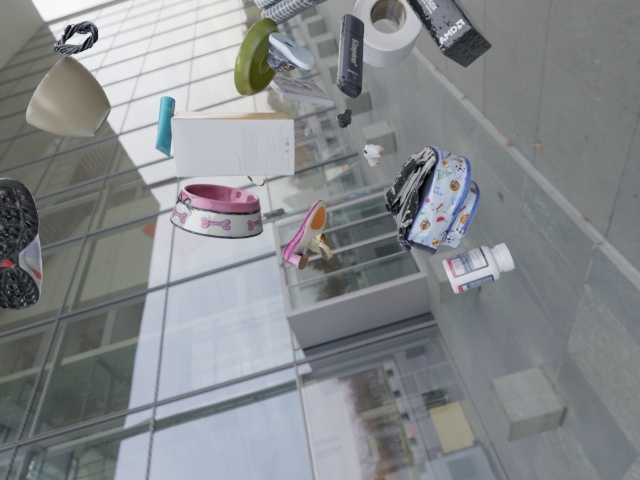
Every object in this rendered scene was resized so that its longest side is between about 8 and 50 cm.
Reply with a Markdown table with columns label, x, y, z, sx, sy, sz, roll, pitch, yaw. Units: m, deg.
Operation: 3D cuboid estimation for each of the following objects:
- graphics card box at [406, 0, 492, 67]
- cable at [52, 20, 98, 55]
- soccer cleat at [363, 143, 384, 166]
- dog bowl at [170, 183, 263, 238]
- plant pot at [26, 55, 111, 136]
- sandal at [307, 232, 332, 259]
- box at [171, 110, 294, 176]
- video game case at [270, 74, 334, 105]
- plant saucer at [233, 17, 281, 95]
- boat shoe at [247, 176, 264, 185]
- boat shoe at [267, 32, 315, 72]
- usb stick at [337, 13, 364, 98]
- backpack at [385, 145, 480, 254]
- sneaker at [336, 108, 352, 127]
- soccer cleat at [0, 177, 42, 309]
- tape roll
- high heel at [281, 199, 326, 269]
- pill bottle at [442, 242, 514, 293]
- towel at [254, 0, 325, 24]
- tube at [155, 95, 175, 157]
| label | x | y | z | sx | sy | sz | roll | pitch | yaw |
| --- | --- | --- | --- | --- | --- | --- | --- | --- | --- |
| graphics card box | 0.277 | -0.627 | 1.122 | 0.232 | 0.094 | 0.371 | -17 | -105 | -57 |
| cable | -0.834 | -0.688 | 1.505 | 0.184 | 0.151 | 0.047 | 25 | 157 | 28 |
| soccer cleat | 0.207 | -0.346 | 1.769 | 0.196 | 0.076 | 0.068 | 59 | -129 | -86 |
| dog bowl | -0.445 | -0.140 | 1.951 | 0.408 | 0.407 | 0.151 | -101 | 21 | -73 |
| plant pot | -0.880 | -0.485 | 1.598 | 0.191 | 0.284 | 0.284 | 33 | -161 | -21 |
| sandal | 0.001 | 0.005 | 1.900 | 0.240 | 0.079 | 0.088 | 38 | 148 | 49 |
| box | -0.264 | -0.301 | 1.360 | 0.215 | 0.345 | 0.168 | -120 | 29 | -65 |
| video game case | -0.076 | -0.528 | 1.550 | 0.183 | 0.201 | 0.023 | 57 | 138 | 43 |
| plant saucer | -0.180 | -0.550 | 1.354 | 0.037 | 0.241 | 0.241 | 30 | 172 | 11 |
| boat shoe | -0.272 | -0.263 | 1.867 | 0.133 | 0.049 | 0.042 | 39 | 173 | 39 |
| boat shoe | -0.080 | -0.488 | 1.206 | 0.183 | 0.065 | 0.083 | 48 | 143 | 29 |
| usb stick | 0.085 | -0.509 | 1.210 | 0.077 | 0.045 | 0.278 | 22 | -121 | -31 |
| backpack | 0.319 | -0.119 | 1.230 | 0.277 | 0.213 | 0.264 | -93 | 14 | -61 |
| sneaker | 0.116 | -0.586 | 2.175 | 0.170 | 0.051 | 0.089 | -53 | -16 | -47 |
| soccer cleat | -0.617 | -0.004 | 0.884 | 0.116 | 0.108 | 0.318 | 60 | 142 | 42 |
| tape roll | 0.239 | -0.779 | 1.608 | 0.169 | 0.246 | 0.246 | -23 | -83 | -87 |
| high heel | -0.059 | -0.030 | 1.472 | 0.117 | 0.082 | 0.244 | 31 | 110 | 45 |
| pill bottle | 0.460 | 0.077 | 1.288 | 0.108 | 0.180 | 0.108 | -21 | -90 | -76 |
| towel | -0.038 | -0.803 | 1.418 | 0.235 | 0.283 | 0.121 | 4 | 128 | 50 |
| tube | -0.546 | -0.405 | 1.561 | 0.080 | 0.052 | 0.207 | 28 | -120 | -63 |
